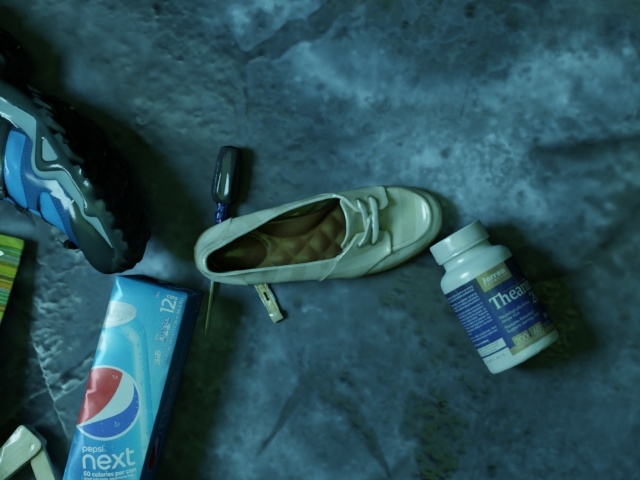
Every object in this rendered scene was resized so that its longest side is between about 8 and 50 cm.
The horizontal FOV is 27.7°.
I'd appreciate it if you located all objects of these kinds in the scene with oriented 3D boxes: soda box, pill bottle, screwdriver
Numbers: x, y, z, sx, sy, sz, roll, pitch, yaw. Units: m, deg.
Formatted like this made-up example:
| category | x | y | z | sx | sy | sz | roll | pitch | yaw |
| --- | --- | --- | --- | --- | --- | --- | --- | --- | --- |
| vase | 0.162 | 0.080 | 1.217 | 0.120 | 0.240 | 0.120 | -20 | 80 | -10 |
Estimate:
| category | x | y | z | sx | sy | sz | roll | pitch | yaw |
| --- | --- | --- | --- | --- | --- | --- | --- | --- | --- |
| soda box | -0.164 | 0.137 | 1.122 | 0.067 | 0.071 | 0.210 | 14 | 91 | 6 |
| pill bottle | 0.143 | 0.046 | 1.092 | 0.067 | 0.067 | 0.120 | -31 | 87 | 5 |
| screwdriver | -0.088 | 0.001 | 1.141 | 0.025 | 0.024 | 0.170 | 5 | 92 | 35 |

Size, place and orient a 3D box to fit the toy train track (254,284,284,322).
| category | x | y | z | sx | sy | sz | roll | pitch | yaw |
| --- | --- | --- | --- | --- | --- | --- | --- | --- | --- |
| toy train track | -0.056 | 0.033 | 1.141 | 0.048 | 0.014 | 0.083 | -28 | 87 | 5 |

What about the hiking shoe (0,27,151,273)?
| category | x | y | z | sx | sy | sz | roll | pitch | yaw |
| --- | --- | --- | --- | --- | --- | --- | --- | --- | --- |
| hiking shoe | -0.269 | -0.072 | 1.129 | 0.132 | 0.113 | 0.304 | -45 | 76 | 12 |

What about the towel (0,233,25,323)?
| category | x | y | z | sx | sy | sz | roll | pitch | yaw |
| --- | --- | --- | --- | --- | --- | --- | --- | --- | --- |
| towel | -0.337 | 0.098 | 1.129 | 0.102 | 0.021 | 0.237 | 10 | 72 | 9 |

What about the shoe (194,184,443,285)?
| category | x | y | z | sx | sy | sz | roll | pitch | yaw |
| --- | --- | --- | --- | --- | --- | --- | --- | --- | --- |
| shoe | 0.000 | 0.000 | 1.105 | 0.219 | 0.058 | 0.077 | -12 | 89 | -2 |

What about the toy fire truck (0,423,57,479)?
| category | x | y | z | sx | sy | sz | roll | pitch | yaw |
| --- | --- | --- | --- | --- | --- | --- | --- | --- | --- |
| toy fire truck | -0.290 | 0.199 | 1.147 | 0.135 | 0.047 | 0.192 | -7 | 87 | 4 |
